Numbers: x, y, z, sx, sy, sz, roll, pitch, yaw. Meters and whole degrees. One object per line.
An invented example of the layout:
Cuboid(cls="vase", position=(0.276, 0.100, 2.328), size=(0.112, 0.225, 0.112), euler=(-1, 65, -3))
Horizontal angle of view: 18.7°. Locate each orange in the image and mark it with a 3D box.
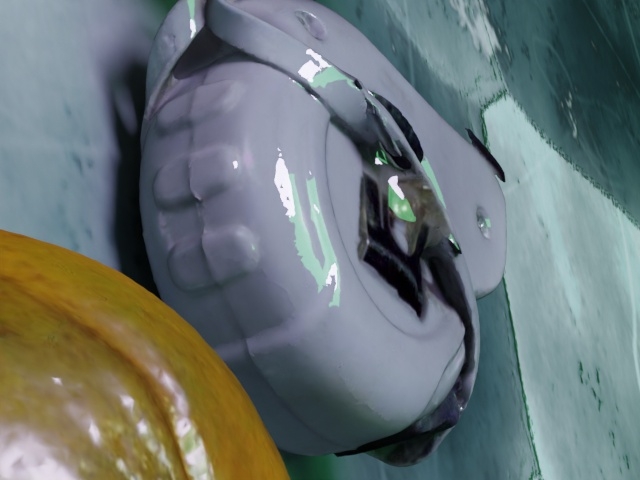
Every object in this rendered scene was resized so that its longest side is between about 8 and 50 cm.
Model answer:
Cuboid(cls="orange", position=(-0.092, 0.107, 0.523), size=(0.240, 0.171, 0.240), euler=(48, 32, -45))

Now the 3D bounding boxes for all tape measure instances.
Cuboid(cls="tape measure", position=(0.000, 0.000, 0.879), size=(0.236, 0.120, 0.197), euler=(43, 39, -43))
